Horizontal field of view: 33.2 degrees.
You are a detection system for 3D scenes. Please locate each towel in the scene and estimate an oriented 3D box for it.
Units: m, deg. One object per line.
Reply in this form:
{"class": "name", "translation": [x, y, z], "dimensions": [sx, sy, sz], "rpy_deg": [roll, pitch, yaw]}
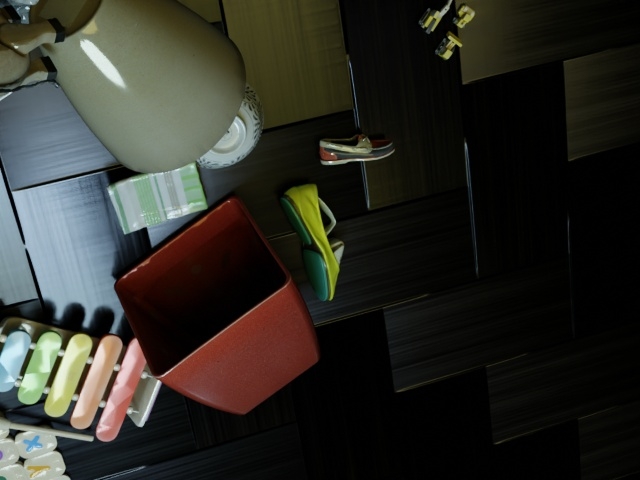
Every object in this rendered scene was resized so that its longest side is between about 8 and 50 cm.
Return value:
{"class": "towel", "translation": [-0.271, -0.071, 1.794], "dimensions": [0.152, 0.023, 0.113], "rpy_deg": [-16, 137, -6]}

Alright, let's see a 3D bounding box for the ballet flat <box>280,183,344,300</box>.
{"class": "ballet flat", "translation": [0.000, 0.000, 1.913], "dimensions": [0.077, 0.077, 0.231], "rpy_deg": [-32, 118, -21]}

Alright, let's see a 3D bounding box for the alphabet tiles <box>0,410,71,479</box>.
{"class": "alphabet tiles", "translation": [-0.601, 0.440, 1.938], "dimensions": [0.278, 0.021, 0.284], "rpy_deg": [-18, 118, -13]}

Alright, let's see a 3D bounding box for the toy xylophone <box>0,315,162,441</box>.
{"class": "toy xylophone", "translation": [-0.442, 0.252, 1.863], "dimensions": [0.322, 0.081, 0.236], "rpy_deg": [10, 104, -23]}

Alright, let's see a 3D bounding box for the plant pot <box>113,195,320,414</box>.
{"class": "plant pot", "translation": [-0.152, 0.136, 1.831], "dimensions": [0.267, 0.267, 0.236], "rpy_deg": [-36, 133, 0]}

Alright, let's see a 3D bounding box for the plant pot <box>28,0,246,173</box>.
{"class": "plant pot", "translation": [-0.283, -0.267, 1.536], "dimensions": [0.256, 0.256, 0.274], "rpy_deg": [-43, 147, 4]}

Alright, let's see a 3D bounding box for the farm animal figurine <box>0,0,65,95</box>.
{"class": "farm animal figurine", "translation": [-0.473, -0.282, 1.388], "dimensions": [0.172, 0.327, 0.330], "rpy_deg": [-23, 139, -37]}

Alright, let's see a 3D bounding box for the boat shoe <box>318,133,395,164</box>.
{"class": "boat shoe", "translation": [0.064, -0.164, 1.874], "dimensions": [0.137, 0.049, 0.043], "rpy_deg": [-8, 113, -9]}

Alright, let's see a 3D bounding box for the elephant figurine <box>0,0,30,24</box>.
{"class": "elephant figurine", "translation": [-0.380, -0.423, 1.561], "dimensions": [0.239, 0.186, 0.169], "rpy_deg": [-36, 159, -29]}

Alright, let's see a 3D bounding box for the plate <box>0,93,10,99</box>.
{"class": "plate", "translation": [-0.617, -0.282, 1.588], "dimensions": [0.277, 0.045, 0.278], "rpy_deg": [-33, 119, 6]}

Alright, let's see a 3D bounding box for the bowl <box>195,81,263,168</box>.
{"class": "bowl", "translation": [-0.167, -0.187, 1.768], "dimensions": [0.170, 0.080, 0.170], "rpy_deg": [-7, 114, -15]}

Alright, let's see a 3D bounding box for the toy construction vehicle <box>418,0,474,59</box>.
{"class": "toy construction vehicle", "translation": [0.219, -0.368, 1.838], "dimensions": [0.086, 0.035, 0.098], "rpy_deg": [33, 100, -27]}
